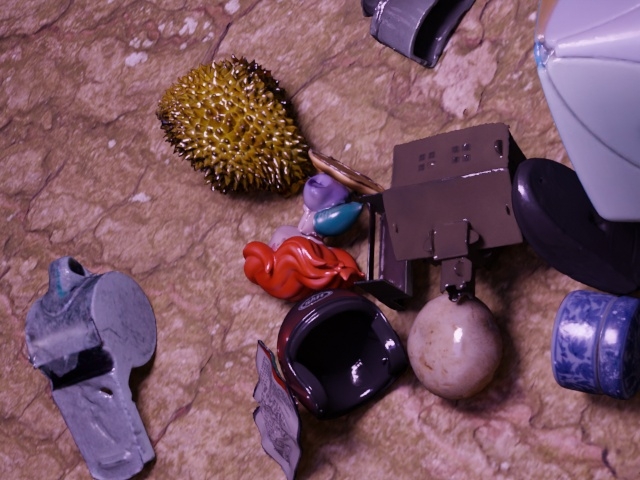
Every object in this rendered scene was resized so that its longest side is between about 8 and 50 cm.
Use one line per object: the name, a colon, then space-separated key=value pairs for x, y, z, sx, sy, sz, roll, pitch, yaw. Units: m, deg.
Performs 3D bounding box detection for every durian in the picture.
durian: x=-0.150 y=-0.199 z=2.013 sx=0.258 sy=0.258 sz=0.293 roll=-45 pitch=62 yaw=12

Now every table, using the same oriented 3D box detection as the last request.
table: x=0.115 y=0.021 z=1.809 sx=0.062 sy=0.175 sz=0.146 roll=-7 pitch=70 yaw=27

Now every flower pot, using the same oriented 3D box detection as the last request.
flower pot: x=0.189 y=-0.424 z=1.950 sx=0.108 sy=0.103 sz=0.229 roll=33 pitch=94 yaw=36

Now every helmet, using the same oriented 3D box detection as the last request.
helmet: x=0.027 y=0.179 z=1.796 sx=0.189 sy=0.216 sz=0.193 roll=-28 pitch=28 yaw=-10

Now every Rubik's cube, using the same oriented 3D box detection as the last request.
Rubik's cube: x=0.504 y=-0.257 z=1.494 sx=0.347 sy=0.352 sz=0.352 roll=-6 pitch=43 yaw=29

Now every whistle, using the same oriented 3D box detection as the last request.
whistle: x=-0.415 y=0.233 z=2.063 sx=0.168 sy=0.188 sz=0.405 roll=-19 pitch=65 yaw=26

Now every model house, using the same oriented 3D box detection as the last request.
model house: x=0.223 y=-0.017 z=1.727 sx=0.211 sy=0.204 sz=0.243 roll=-10 pitch=60 yaw=29

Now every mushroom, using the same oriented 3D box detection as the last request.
mushroom: x=0.211 y=0.164 z=1.735 sx=0.166 sy=0.127 sz=0.166 roll=-23 pitch=59 yaw=44

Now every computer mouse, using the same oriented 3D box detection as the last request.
computer mouse: x=0.368 y=-0.016 z=1.634 sx=0.086 sy=0.269 sz=0.138 roll=-35 pitch=29 yaw=50

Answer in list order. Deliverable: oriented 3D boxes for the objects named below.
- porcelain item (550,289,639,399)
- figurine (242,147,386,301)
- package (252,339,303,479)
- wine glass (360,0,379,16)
porcelain item: x=0.405 y=0.148 z=1.600 sx=0.114 sy=0.147 sz=0.147 roll=7 pitch=78 yaw=34
figurine: x=-0.008 y=-0.003 z=1.900 sx=0.208 sy=0.181 sz=0.257 roll=30 pitch=99 yaw=7
package: x=-0.068 y=0.284 z=1.846 sx=0.040 sy=0.232 sz=0.166 roll=-16 pitch=49 yaw=-22
wine glass: x=0.070 y=-0.515 z=2.060 sx=0.103 sy=0.103 sz=0.222 roll=-39 pitch=58 yaw=16
